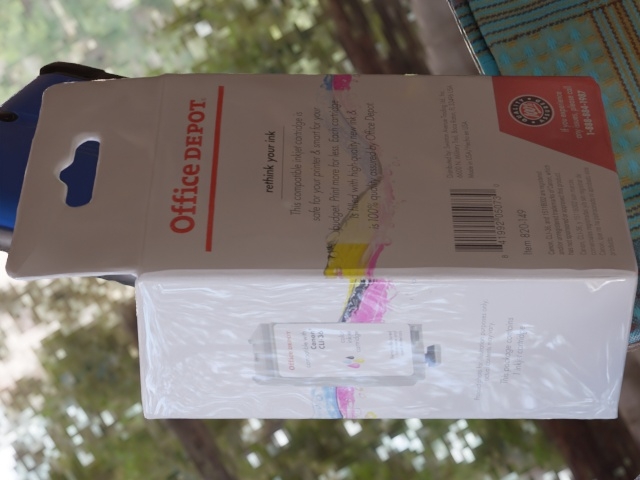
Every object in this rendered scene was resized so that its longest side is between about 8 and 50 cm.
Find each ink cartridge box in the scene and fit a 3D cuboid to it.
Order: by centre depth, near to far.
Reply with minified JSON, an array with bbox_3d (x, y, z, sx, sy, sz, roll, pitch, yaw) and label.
[{"bbox_3d":[0.000,0.000,0.598,0.198,0.067,0.115,1,-141,0],"label":"ink cartridge box"}]

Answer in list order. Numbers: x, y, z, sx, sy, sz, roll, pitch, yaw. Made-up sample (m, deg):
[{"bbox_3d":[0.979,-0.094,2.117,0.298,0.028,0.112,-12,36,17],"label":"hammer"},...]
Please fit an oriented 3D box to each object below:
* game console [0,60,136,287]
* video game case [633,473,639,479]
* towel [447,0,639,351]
[{"bbox_3d":[-0.037,0.024,0.937,0.293,0.173,0.250,13,-150,14],"label":"game console"},{"bbox_3d":[0.271,0.103,0.509,0.329,0.300,0.036,-45,179,-2],"label":"video game case"},{"bbox_3d":[0.225,-0.148,1.060,0.271,0.370,0.040,-24,161,9],"label":"towel"}]
